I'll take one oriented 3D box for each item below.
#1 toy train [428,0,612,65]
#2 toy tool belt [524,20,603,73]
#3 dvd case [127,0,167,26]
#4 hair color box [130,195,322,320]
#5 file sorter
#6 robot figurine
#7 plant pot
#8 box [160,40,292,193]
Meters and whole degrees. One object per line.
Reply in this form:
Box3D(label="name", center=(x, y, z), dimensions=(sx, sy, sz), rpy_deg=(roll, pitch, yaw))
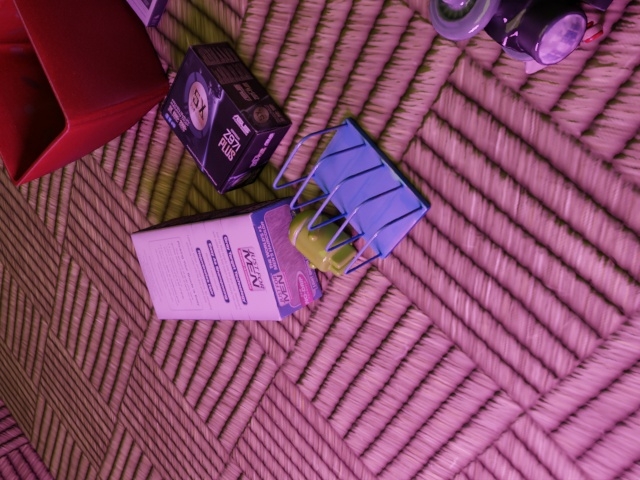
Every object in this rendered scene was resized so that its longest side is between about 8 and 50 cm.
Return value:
Box3D(label="toy train", center=(0.155, -0.308, 0.607), dimensions=(0.190, 0.142, 0.333), rpy_deg=(-57, 45, 35))
Box3D(label="toy tool belt", center=(0.237, -0.211, 0.670), dimensions=(0.083, 0.052, 0.051), rpy_deg=(-25, 98, 45))
Box3D(label="dvd case", center=(-0.279, -0.493, 1.047), dimensions=(0.179, 0.030, 0.238), rpy_deg=(53, 135, 12))
Box3D(label="hair color box", center=(-0.170, 0.039, 1.122), dimensions=(0.347, 0.105, 0.173), rpy_deg=(-6, 104, 45))
Box3D(label="file sorter", center=(0.035, -0.058, 0.889), dimensions=(0.170, 0.105, 0.118), rpy_deg=(51, 134, 15))
Box3D(label="robot figurine", center=(0.000, 0.000, 0.973), dimensions=(0.115, 0.067, 0.101), rpy_deg=(42, 161, 21))
Box3D(label="plant pot", center=(-0.424, -0.282, 1.127), dimensions=(0.267, 0.236, 0.267), rpy_deg=(-23, 90, 46))
Box3D(label="box", center=(-0.151, -0.190, 1.024), dimensions=(0.180, 0.078, 0.147), rpy_deg=(53, 134, 12))
